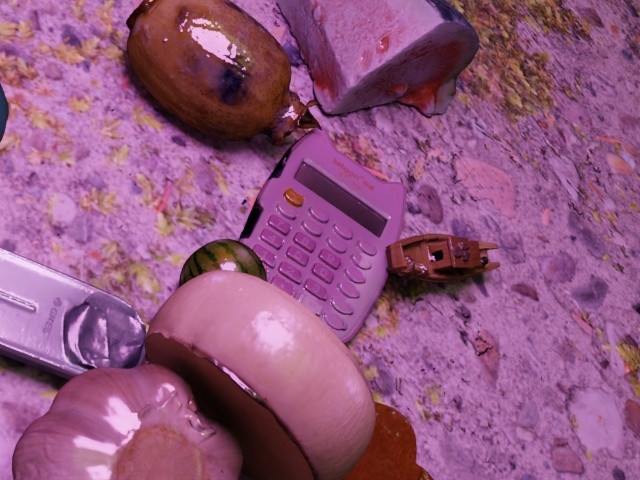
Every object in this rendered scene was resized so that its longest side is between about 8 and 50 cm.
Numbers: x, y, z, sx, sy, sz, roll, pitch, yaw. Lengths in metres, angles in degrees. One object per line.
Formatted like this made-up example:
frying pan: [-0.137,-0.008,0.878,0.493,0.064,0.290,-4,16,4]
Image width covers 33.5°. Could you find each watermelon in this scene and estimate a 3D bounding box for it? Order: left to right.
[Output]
watermelon: [-0.106,0.052,1.186,0.109,0.109,0.109,17,54,-24]
watermelon: [0.092,-0.250,1.449,0.320,0.289,0.214,37,77,-25]

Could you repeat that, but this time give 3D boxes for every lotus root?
lotus root: [-0.113,-0.199,1.305,0.278,0.154,0.154,37,48,-13]

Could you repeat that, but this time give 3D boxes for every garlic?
garlic: [-0.183,0.228,0.983,0.227,0.152,0.228,14,59,-25]

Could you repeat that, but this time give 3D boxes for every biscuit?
biscuit: [0.053,0.313,1.162,0.208,0.041,0.290,19,54,-22]

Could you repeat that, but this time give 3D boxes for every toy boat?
toy boat: [0.164,0.020,1.376,0.206,0.072,0.065,0,79,-45]

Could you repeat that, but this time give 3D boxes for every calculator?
calculator: [-0.001,0.000,1.329,0.194,0.043,0.294,35,52,-12]

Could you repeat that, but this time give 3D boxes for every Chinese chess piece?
Chinese chess piece: [-0.063,0.144,1.052,0.250,0.250,0.103,45,62,-2]

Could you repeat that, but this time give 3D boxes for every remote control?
remote control: [-0.293,0.075,1.075,0.247,0.052,0.104,26,52,-19]

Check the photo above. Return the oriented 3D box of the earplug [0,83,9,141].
earplug: [-0.457,-0.144,1.064,0.280,0.164,0.257,-3,29,-47]
